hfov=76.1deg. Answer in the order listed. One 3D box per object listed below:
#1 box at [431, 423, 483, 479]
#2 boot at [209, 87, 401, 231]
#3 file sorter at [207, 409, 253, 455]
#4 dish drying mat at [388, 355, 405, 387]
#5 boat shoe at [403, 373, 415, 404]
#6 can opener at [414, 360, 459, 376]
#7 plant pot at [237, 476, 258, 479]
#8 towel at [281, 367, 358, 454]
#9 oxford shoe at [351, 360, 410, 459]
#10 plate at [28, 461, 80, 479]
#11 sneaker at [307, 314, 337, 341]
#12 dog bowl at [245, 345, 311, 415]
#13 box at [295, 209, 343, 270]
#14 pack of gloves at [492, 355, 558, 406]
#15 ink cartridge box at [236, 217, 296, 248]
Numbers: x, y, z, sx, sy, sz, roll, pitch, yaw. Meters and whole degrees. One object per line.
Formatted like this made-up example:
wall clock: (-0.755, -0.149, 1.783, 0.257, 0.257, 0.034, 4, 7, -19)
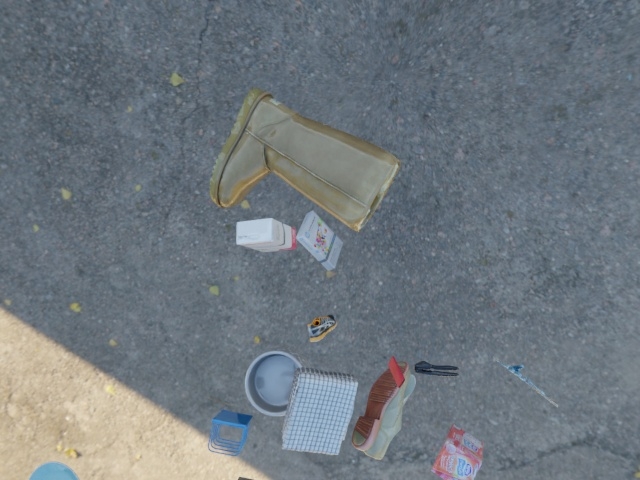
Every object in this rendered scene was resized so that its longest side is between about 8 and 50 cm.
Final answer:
box: (0.586, 0.911, 1.730, 0.154, 0.300, 0.142, 27, 91, 24)
boot: (-0.040, -0.095, 0.684, 0.269, 0.089, 0.236, 33, 118, 12)
file sorter: (-0.318, 0.677, 1.445, 0.118, 0.170, 0.104, 10, 77, 0)
dish drying mat: (0.198, 0.341, 1.064, 0.008, 0.083, 0.032, 15, 113, -18)
boat shoe: (0.382, 0.723, 1.937, 0.079, 0.081, 0.227, 29, 100, 19)
can opener: (0.492, 0.553, 1.740, 0.186, 0.073, 0.059, 6, 90, 11)
plant pot: (-0.170, 0.995, 1.456, 0.274, 0.256, 0.256, 4, 112, -1)
towel: (-0.008, 0.618, 1.496, 0.235, 0.121, 0.283, 14, 91, -17)
oxford shoe: (0.276, 0.688, 1.678, 0.146, 0.397, 0.140, 43, 157, -17)
plate: (-0.731, 0.707, 1.135, 0.188, 0.024, 0.188, -1, 87, 10)
sneaker: (0.008, 0.391, 1.910, 0.084, 0.215, 0.083, -20, 96, 29)
dog bowl: (-0.214, 0.699, 2.030, 0.349, 0.102, 0.348, -1, 80, 6)
box: (0.000, 0.000, 1.520, 0.038, 0.145, 0.186, -26, 119, 37)
pack of gloves: (0.744, 0.490, 1.484, 0.195, 0.232, 0.046, 37, 92, 13)
ink cartridge box: (-0.230, -0.019, 1.765, 0.172, 0.237, 0.100, -6, 79, 19)
